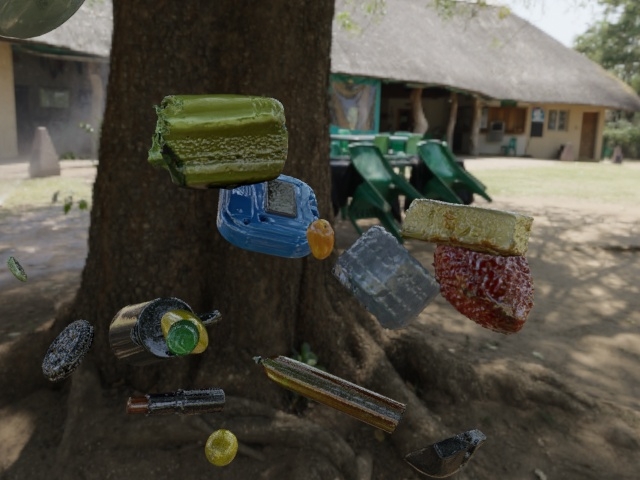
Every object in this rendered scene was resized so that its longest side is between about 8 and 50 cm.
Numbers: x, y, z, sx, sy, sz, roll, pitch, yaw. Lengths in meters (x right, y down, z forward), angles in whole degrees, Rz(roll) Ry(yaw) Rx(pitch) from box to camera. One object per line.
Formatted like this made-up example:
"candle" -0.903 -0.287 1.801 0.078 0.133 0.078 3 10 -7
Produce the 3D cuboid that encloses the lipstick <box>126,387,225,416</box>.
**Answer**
"lipstick" -0.436 0.492 1.774 0.299 0.081 0.081 6 6 -30

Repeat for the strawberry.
"strawberry" 0.457 0.108 1.656 0.292 0.292 0.343 2 19 2

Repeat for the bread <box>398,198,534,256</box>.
"bread" 0.349 -0.028 1.391 0.274 0.114 0.184 9 4 32

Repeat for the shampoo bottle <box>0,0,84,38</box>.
"shampoo bottle" -0.591 -0.552 1.068 0.317 0.322 0.322 43 16 3

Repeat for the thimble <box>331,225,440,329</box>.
"thimble" 0.153 0.094 1.401 0.236 0.172 0.205 44 1 -16

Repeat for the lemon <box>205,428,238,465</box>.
"lemon" -0.334 0.699 1.978 0.109 0.109 0.133 5 30 18

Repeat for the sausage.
"sausage" 0.011 0.346 1.357 0.371 0.082 0.082 21 13 9

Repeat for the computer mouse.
"computer mouse" 0.318 0.543 1.472 0.147 0.088 0.264 -11 -26 -24

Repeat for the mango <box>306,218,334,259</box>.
"mango" 0.000 0.000 1.141 0.046 0.089 0.060 -31 50 -34

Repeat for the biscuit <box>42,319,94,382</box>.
"biscuit" -0.722 0.315 1.674 0.053 0.195 0.194 45 -17 -33

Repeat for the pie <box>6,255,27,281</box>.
"pie" -0.858 0.081 1.656 0.021 0.084 0.084 -31 18 -10

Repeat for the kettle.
"kettle" -0.478 0.284 1.782 0.262 0.203 0.308 22 -22 -27

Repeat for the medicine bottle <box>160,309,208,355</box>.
"medicine bottle" -0.231 0.158 0.993 0.095 0.064 0.260 42 -12 -6

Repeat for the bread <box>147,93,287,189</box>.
"bread" -0.271 -0.272 1.587 0.376 0.251 0.208 -9 27 -29

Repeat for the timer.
"timer" -0.154 -0.095 1.781 0.308 0.115 0.340 12 36 -15
